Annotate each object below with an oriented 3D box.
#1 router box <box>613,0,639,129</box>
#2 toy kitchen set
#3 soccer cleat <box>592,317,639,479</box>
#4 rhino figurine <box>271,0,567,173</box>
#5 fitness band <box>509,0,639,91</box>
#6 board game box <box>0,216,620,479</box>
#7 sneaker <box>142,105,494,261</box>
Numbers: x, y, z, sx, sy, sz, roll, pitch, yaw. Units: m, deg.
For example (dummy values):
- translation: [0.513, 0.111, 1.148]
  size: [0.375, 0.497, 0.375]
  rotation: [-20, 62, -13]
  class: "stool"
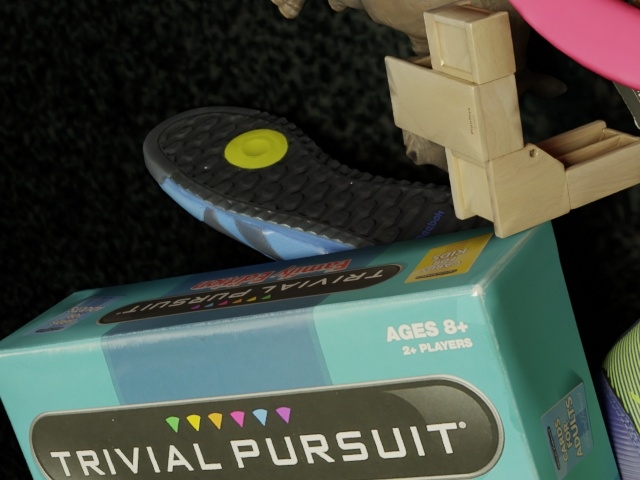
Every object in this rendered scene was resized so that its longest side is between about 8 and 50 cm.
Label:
- translation: [0.155, -0.112, 0.514]
  size: [0.122, 0.038, 0.092]
  rotation: [-29, 93, 37]
  class: "router box"
- translation: [0.075, -0.058, 0.522]
  size: [0.068, 0.075, 0.083]
  rotation: [32, 138, 59]
  class: "toy kitchen set"
- translation: [0.242, 0.113, 0.527]
  size: [0.289, 0.093, 0.121]
  rotation: [26, 119, 19]
  class: "soccer cleat"
- translation: [0.035, -0.121, 0.561]
  size: [0.106, 0.073, 0.243]
  rotation: [-8, 115, 37]
  class: "rhino figurine"
- translation: [0.154, -0.187, 0.436]
  size: [0.209, 0.054, 0.291]
  rotation: [25, 105, 25]
  class: "fitness band"
- translation: [0.018, 0.175, 0.597]
  size: [0.253, 0.079, 0.336]
  rotation: [-10, 106, 33]
  class: "board game box"
- translation: [0.000, 0.000, 0.638]
  size: [0.209, 0.069, 0.082]
  rotation: [23, 142, 28]
  class: "sneaker"
